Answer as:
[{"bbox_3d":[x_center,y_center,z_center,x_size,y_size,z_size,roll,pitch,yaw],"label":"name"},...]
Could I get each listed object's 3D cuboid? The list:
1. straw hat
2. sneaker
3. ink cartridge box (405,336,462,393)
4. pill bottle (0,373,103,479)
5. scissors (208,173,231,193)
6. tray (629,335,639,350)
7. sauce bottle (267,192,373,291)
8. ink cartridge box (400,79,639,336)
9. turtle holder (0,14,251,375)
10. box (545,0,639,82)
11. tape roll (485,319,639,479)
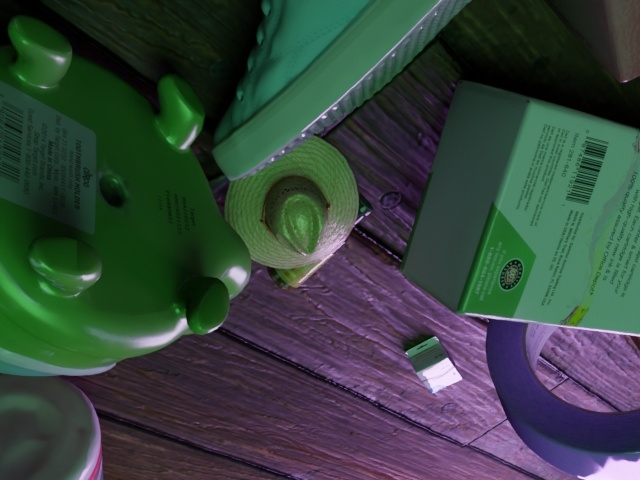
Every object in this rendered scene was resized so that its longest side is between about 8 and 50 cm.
[{"bbox_3d":[-0.022,-0.023,0.766,0.144,0.061,0.145,-6,118,-12],"label":"straw hat"},{"bbox_3d":[0.009,-0.189,0.619,0.366,0.150,0.135,-39,178,38],"label":"sneaker"},{"bbox_3d":[0.151,0.167,1.082,0.048,0.028,0.083,-29,136,9],"label":"ink cartridge box"},{"bbox_3d":[-0.337,0.310,0.931,0.176,0.176,0.319,-5,135,-17],"label":"pill bottle"},{"bbox_3d":[-0.186,-0.001,0.788,0.296,0.021,0.109,-18,129,-7],"label":"scissors"},{"bbox_3d":[0.629,0.031,1.097,0.410,0.076,0.203,-8,136,-14],"label":"tray"},{"bbox_3d":[0.000,0.000,0.845,0.128,0.042,0.042,-44,133,17],"label":"sauce bottle"},{"bbox_3d":[0.246,-0.025,0.810,0.278,0.117,0.202,9,105,-28],"label":"ink cartridge box"},{"bbox_3d":[-0.200,-0.014,0.645,0.227,0.244,0.320,-23,178,28],"label":"turtle holder"},{"bbox_3d":[0.223,-0.259,0.584,0.126,0.149,0.232,-27,136,7],"label":"box"},{"bbox_3d":[0.334,0.132,0.936,0.274,0.275,0.090,-25,137,5],"label":"tape roll"}]
